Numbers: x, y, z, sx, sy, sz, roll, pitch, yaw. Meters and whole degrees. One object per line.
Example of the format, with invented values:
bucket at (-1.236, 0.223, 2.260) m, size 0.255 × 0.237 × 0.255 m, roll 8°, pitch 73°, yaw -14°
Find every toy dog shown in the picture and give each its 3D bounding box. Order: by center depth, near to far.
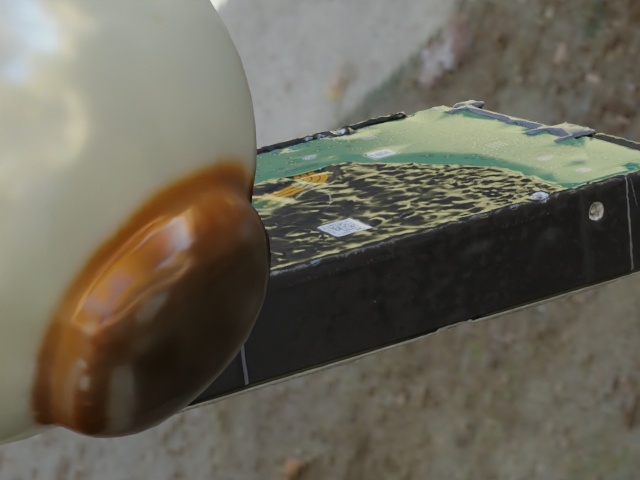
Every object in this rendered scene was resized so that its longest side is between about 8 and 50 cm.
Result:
toy dog at (-0.225, -0.022, 0.689) m, size 0.395 × 0.407 × 0.285 m, roll 109°, pitch 146°, yaw -45°

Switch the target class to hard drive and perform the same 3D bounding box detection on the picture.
hard drive at (0.000, 0.000, 1.055) m, size 0.237 × 0.339 × 0.064 m, roll 23°, pitch 125°, yaw 59°
